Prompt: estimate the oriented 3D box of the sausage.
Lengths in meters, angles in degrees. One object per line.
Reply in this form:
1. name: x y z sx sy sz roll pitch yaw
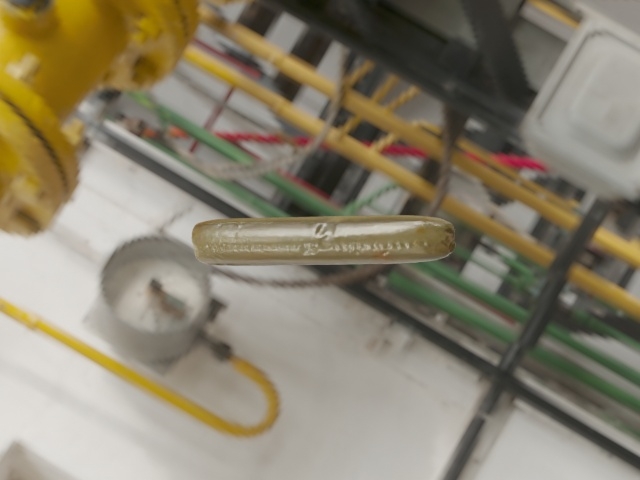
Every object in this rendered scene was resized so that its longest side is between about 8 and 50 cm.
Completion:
1. sausage: 0.000 0.000 0.725 0.024 0.132 0.024 -1 -90 -65
